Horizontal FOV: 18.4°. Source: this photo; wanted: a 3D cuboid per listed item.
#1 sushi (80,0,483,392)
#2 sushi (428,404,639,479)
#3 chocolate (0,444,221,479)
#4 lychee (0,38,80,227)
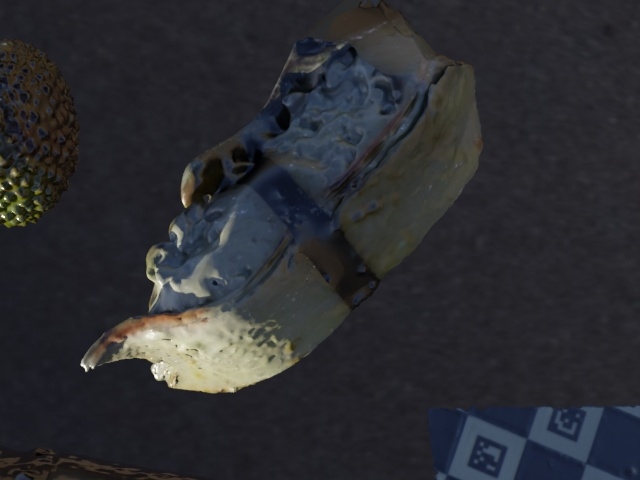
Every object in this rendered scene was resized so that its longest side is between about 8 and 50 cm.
[{"bbox_3d":[-0.010,-0.005,1.116,0.109,0.134,0.273,25,57,33],"label":"sushi"},{"bbox_3d":[0.236,0.241,1.454,0.050,0.290,0.264,128,139,-70],"label":"sushi"},{"bbox_3d":[-0.168,0.355,1.765,0.331,0.384,0.383,-6,84,15],"label":"chocolate"},{"bbox_3d":[-0.285,-0.092,1.721,0.171,0.171,0.171,-2,86,32],"label":"lychee"}]
